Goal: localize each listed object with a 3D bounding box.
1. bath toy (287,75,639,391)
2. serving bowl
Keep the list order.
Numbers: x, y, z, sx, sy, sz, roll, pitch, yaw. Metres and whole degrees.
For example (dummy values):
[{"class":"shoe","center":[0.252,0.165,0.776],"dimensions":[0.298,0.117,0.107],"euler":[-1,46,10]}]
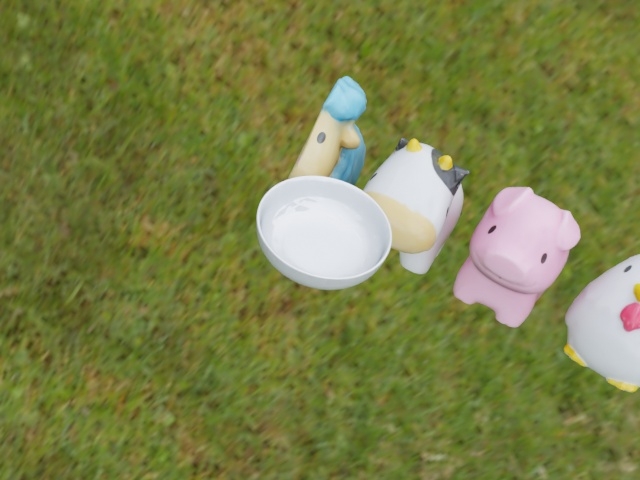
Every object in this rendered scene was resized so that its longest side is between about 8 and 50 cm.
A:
[{"class":"bath toy","center":[0.147,-0.004,1.421],"dimensions":[0.348,0.129,0.151],"euler":[28,20,5]},{"class":"serving bowl","center":[0.000,0.000,1.050],"dimensions":[0.083,0.027,0.083],"euler":[8,46,-9]}]
